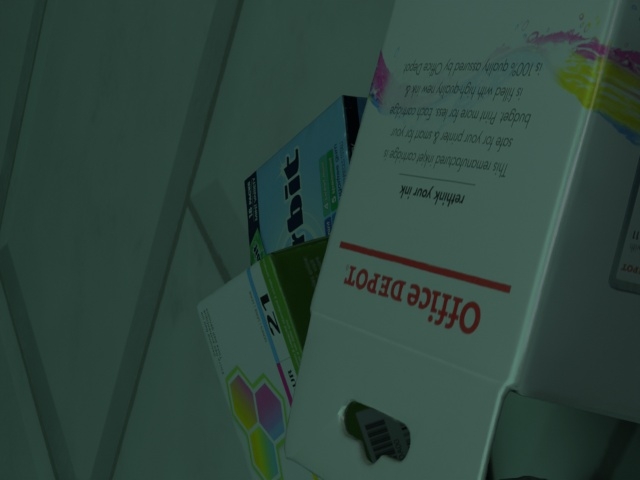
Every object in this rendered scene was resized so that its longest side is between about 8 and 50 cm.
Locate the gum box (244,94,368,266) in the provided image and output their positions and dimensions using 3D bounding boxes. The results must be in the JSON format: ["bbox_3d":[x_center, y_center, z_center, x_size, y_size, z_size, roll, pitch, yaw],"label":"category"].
[{"bbox_3d":[0.000,0.000,1.068,0.184,0.041,0.157,-35,57,59],"label":"gum box"}]

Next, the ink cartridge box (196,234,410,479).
[{"bbox_3d":[-0.016,0.119,0.967,0.255,0.097,0.188,-33,73,59],"label":"ink cartridge box"}]

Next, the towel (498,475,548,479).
[{"bbox_3d":[0.025,0.309,0.660,0.090,0.320,0.374,5,91,35],"label":"towel"}]

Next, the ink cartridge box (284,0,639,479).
[{"bbox_3d":[0.110,-0.035,0.685,0.207,0.119,0.353,16,91,65],"label":"ink cartridge box"}]
